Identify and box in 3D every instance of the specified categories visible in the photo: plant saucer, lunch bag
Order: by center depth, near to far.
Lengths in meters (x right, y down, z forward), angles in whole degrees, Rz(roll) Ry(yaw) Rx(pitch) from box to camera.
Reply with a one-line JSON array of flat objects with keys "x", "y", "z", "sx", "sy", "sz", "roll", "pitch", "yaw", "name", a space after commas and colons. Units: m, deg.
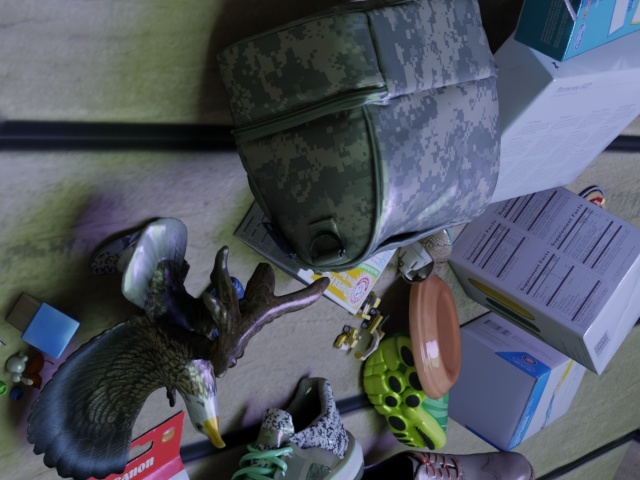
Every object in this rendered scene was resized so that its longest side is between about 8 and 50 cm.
[{"x": 0.057, "y": -0.113, "z": 1.469, "sx": 0.305, "sy": 0.212, "sz": 0.256, "roll": -18, "pitch": 92, "yaw": -54, "name": "lunch bag"}, {"x": 0.179, "y": 0.142, "z": 2.097, "sx": 0.200, "sy": 0.037, "sz": 0.200, "roll": -6, "pitch": 90, "yaw": -71, "name": "plant saucer"}]

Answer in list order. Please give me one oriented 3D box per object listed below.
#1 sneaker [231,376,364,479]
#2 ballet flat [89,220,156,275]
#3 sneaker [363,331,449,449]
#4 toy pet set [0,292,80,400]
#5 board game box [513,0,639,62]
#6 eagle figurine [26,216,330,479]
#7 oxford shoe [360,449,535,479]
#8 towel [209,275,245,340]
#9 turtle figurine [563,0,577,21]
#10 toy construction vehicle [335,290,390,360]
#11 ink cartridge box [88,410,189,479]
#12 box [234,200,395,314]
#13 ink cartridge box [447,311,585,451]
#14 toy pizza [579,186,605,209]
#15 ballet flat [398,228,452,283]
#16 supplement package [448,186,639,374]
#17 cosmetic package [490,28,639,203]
[{"x": -0.076, "y": 0.320, "z": 1.864, "sx": 0.410, "sy": 0.158, "sz": 0.182, "roll": -47, "pitch": 133, "yaw": -56, "name": "sneaker"}, {"x": -0.192, "y": 0.010, "z": 1.460, "sx": 0.114, "sy": 0.041, "sz": 0.041, "roll": -32, "pitch": 142, "yaw": -41, "name": "ballet flat"}, {"x": 0.141, "y": 0.224, "z": 2.194, "sx": 0.296, "sy": 0.109, "sz": 0.124, "roll": 70, "pitch": 28, "yaw": -52, "name": "sneaker"}, {"x": -0.288, "y": 0.117, "z": 1.377, "sx": 0.114, "sy": 0.065, "sz": 0.122, "roll": -58, "pitch": 153, "yaw": -2, "name": "toy pet set"}, {"x": 0.389, "y": -0.384, "z": 1.727, "sx": 0.336, "sy": 0.079, "sz": 0.254, "roll": -26, "pitch": 138, "yaw": -47, "name": "board game box"}, {"x": -0.166, "y": 0.124, "z": 1.445, "sx": 0.226, "sy": 0.298, "sz": 0.225, "roll": 17, "pitch": 64, "yaw": -38, "name": "eagle figurine"}, {"x": 0.193, "y": 0.405, "z": 2.275, "sx": 0.348, "sy": 0.123, "sz": 0.130, "roll": -14, "pitch": 132, "yaw": -11, "name": "oxford shoe"}, {"x": -0.112, "y": 0.092, "z": 1.686, "sx": 0.067, "sy": 0.029, "sz": 0.119, "roll": -50, "pitch": 151, "yaw": -16, "name": "towel"}, {"x": 0.159, "y": -0.320, "z": 1.543, "sx": 0.266, "sy": 0.197, "sz": 0.275, "roll": -17, "pitch": 127, "yaw": -46, "name": "turtle figurine"}, {"x": 0.068, "y": 0.126, "z": 2.015, "sx": 0.098, "sy": 0.035, "sz": 0.086, "roll": -59, "pitch": 153, "yaw": -1, "name": "toy construction vehicle"}, {"x": -0.227, "y": 0.346, "z": 1.727, "sx": 0.181, "sy": 0.056, "sz": 0.225, "roll": -29, "pitch": 142, "yaw": -45, "name": "ink cartridge box"}, {"x": 0.000, "y": 0.000, "z": 1.699, "sx": 0.114, "sy": 0.103, "sz": 0.203, "roll": -58, "pitch": 153, "yaw": -2, "name": "box"}, {"x": 0.344, "y": 0.234, "z": 2.438, "sx": 0.232, "sy": 0.171, "sz": 0.168, "roll": -19, "pitch": 134, "yaw": -51, "name": "ink cartridge box"}, {"x": 0.485, "y": -0.007, "z": 2.583, "sx": 0.201, "sy": 0.032, "sz": 0.201, "roll": -40, "pitch": 148, "yaw": -32, "name": "toy pizza"}, {"x": 0.145, "y": 0.021, "z": 1.965, "sx": 0.067, "sy": 0.073, "sz": 0.206, "roll": -43, "pitch": 164, "yaw": -11, "name": "ballet flat"}, {"x": 0.378, "y": 0.045, "z": 2.202, "sx": 0.198, "sy": 0.262, "sz": 0.199, "roll": -54, "pitch": 152, "yaw": -9, "name": "supplement package"}, {"x": 0.314, "y": -0.176, "z": 1.916, "sx": 0.377, "sy": 0.097, "sz": 0.284, "roll": -13, "pitch": 154, "yaw": -48, "name": "cosmetic package"}]
